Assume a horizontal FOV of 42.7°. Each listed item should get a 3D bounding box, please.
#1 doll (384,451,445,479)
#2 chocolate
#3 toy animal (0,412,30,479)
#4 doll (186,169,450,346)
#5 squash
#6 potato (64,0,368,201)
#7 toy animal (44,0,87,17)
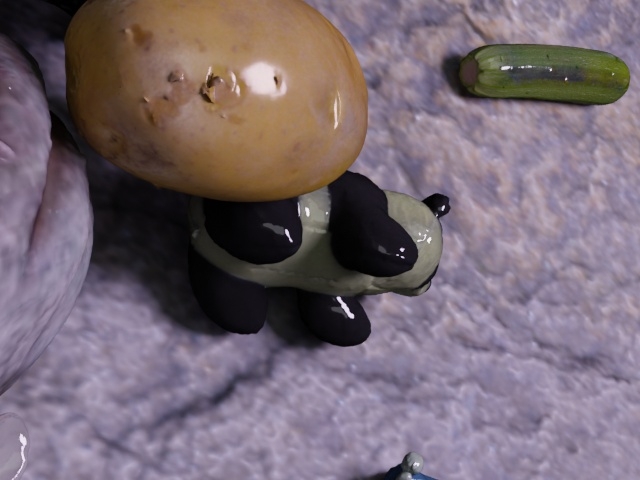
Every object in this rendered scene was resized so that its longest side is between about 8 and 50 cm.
[{"bbox_3d":[0.073,0.227,0.677,0.076,0.050,0.083,41,55,-29],"label":"doll"},{"bbox_3d":[-0.246,-0.022,0.490,0.303,0.303,0.213,57,35,3],"label":"chocolate"},{"bbox_3d":[-0.184,0.221,0.501,0.193,0.127,0.179,30,58,-12],"label":"toy animal"},{"bbox_3d":[-0.001,-0.001,0.675,0.234,0.143,0.135,12,51,-17],"label":"doll"},{"bbox_3d":[0.260,-0.188,0.927,0.228,0.066,0.066,-3,72,-27],"label":"squash"},{"bbox_3d":[-0.053,-0.100,0.538,0.233,0.146,0.150,-9,97,-47],"label":"potato"},{"bbox_3d":[-0.227,-0.217,0.608,0.344,0.303,0.194,-3,65,-3],"label":"toy animal"}]
